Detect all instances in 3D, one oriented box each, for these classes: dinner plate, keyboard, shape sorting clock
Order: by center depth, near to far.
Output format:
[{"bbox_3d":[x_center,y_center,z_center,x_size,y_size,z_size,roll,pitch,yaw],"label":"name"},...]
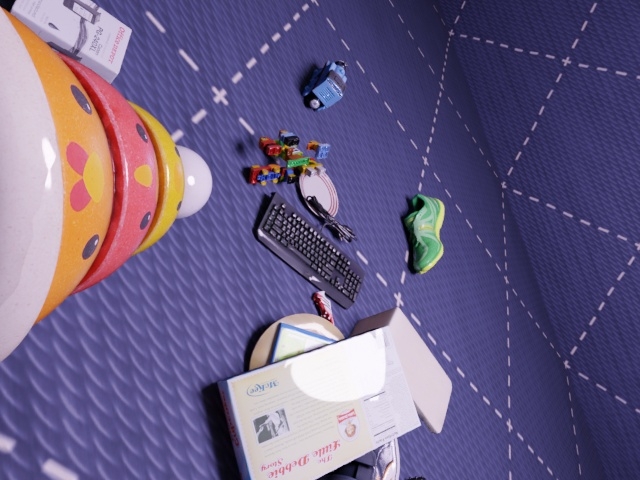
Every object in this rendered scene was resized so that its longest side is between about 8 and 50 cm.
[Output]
[{"bbox_3d":[-0.031,0.236,0.798,0.206,0.040,0.206,9,70,-26],"label":"shape sorting clock"},{"bbox_3d":[0.000,0.000,0.997,0.317,0.033,0.201,42,49,-32],"label":"keyboard"},{"bbox_3d":[-0.006,-0.117,1.077,0.141,0.017,0.141,26,54,-41],"label":"dinner plate"}]

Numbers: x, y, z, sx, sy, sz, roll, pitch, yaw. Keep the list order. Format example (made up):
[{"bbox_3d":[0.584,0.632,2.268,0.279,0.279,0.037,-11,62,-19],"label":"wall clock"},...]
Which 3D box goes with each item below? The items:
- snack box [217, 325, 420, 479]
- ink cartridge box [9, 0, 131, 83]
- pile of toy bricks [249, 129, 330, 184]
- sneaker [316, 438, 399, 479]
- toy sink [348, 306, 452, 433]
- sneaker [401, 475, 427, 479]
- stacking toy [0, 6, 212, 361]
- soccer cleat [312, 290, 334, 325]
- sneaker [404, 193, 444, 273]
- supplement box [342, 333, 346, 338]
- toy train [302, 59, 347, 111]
[{"bbox_3d":[0.007,0.277,0.744,0.322,0.060,0.187,-10,78,-31],"label":"snack box"},{"bbox_3d":[-0.381,-0.320,0.676,0.150,0.063,0.109,27,52,-41],"label":"ink cartridge box"},{"bbox_3d":[-0.083,-0.196,0.972,0.212,0.118,0.105,-19,48,-43],"label":"pile of toy bricks"},{"bbox_3d":[0.059,0.436,0.777,0.127,0.126,0.321,38,45,-37],"label":"sneaker"},{"bbox_3d":[0.163,0.296,0.978,0.234,0.131,0.153,53,38,-10],"label":"toy sink"},{"bbox_3d":[0.159,0.557,0.877,0.234,0.078,0.106,10,62,-51],"label":"sneaker"},{"bbox_3d":[-0.284,-0.082,0.531,0.350,0.351,0.480,66,20,-1],"label":"stacking toy"},{"bbox_3d":[0.012,0.148,0.952,0.036,0.029,0.083,-23,85,-50],"label":"soccer cleat"},{"bbox_3d":[0.310,-0.023,1.374,0.123,0.109,0.295,25,51,-15],"label":"sneaker"},{"bbox_3d":[0.018,0.241,0.884,0.083,0.056,0.083,-6,76,-52],"label":"supplement box"},{"bbox_3d":[0.021,-0.426,1.200,0.080,0.105,0.184,46,42,-27],"label":"toy train"}]
